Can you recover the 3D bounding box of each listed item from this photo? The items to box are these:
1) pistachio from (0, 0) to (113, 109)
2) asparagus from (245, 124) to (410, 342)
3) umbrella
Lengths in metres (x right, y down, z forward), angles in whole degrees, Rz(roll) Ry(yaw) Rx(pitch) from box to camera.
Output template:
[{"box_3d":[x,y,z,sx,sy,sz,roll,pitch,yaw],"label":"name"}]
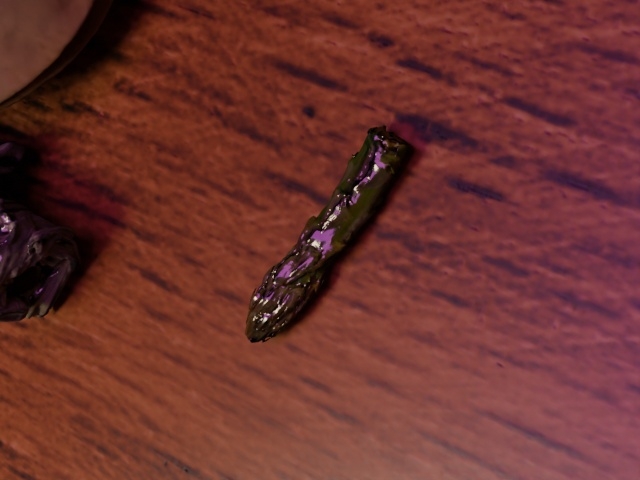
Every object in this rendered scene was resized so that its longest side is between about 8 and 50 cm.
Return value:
[{"box_3d":[-0.274,-0.174,0.961,0.260,0.163,0.212,8,89,22],"label":"pistachio"},{"box_3d":[0.000,0.000,0.834,0.036,0.030,0.165,38,102,6],"label":"asparagus"},{"box_3d":[-0.325,-0.053,1.001,0.358,0.113,0.106,31,118,33],"label":"umbrella"}]
